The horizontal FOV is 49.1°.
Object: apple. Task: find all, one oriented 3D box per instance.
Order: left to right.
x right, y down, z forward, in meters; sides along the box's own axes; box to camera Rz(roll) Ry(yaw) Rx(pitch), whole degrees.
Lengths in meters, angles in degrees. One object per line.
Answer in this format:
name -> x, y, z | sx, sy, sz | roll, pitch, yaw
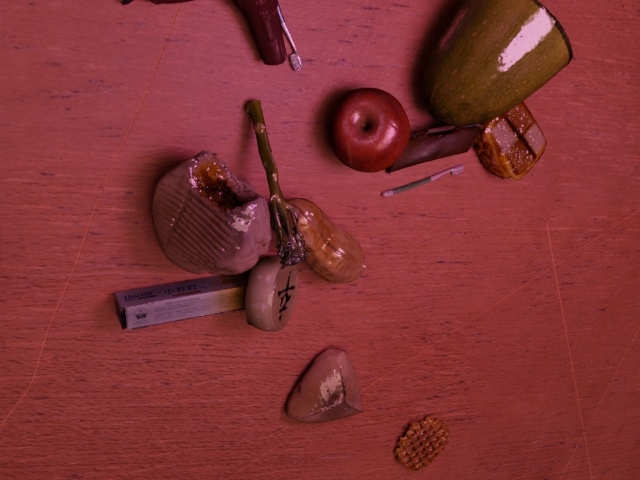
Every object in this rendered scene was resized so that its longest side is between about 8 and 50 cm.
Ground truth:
apple -> 0.117, -0.264, 1.694 | 0.201, 0.162, 0.201 | 0, 89, 13

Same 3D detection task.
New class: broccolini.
broccolini -> -0.111, -0.129, 1.622 | 0.079, 0.074, 0.392 | -1, 74, -53

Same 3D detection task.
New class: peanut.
peanut -> 0.000, 0.000, 1.740 | 0.147, 0.147, 0.305 | -47, 119, -4

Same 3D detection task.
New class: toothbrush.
toothbrush -> -0.096, -0.516, 1.597 | 0.025, 0.019, 0.275 | -25, 116, -7
toothbrush -> 0.278, -0.159, 1.889 | 0.257, 0.018, 0.024 | -19, 120, -19

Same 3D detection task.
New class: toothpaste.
toothpaste -> -0.325, 0.144, 1.672 | 0.313, 0.089, 0.071 | -9, 117, -23

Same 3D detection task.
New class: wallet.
wallet -> 0.296, -0.248, 1.823 | 0.255, 0.031, 0.137 | -15, 151, -19

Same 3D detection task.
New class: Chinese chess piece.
Chinese chess piece -> -0.115, 0.129, 1.715 | 0.083, 0.188, 0.188 | 9, 108, 18

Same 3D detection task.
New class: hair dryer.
hair dryer -> -0.247, -0.502, 1.504 | 0.340, 0.123, 0.312 | -16, 124, -8

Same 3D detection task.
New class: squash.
squash -> 0.389, -0.416, 1.697 | 0.309, 0.310, 0.310 | -49, 120, 0

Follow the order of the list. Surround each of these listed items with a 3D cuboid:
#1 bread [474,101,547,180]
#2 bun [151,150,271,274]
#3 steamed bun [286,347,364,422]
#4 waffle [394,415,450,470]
bread -> 0.509, -0.284, 1.912 | 0.181, 0.096, 0.222 | -46, 119, -8
bun -> -0.232, -0.051, 1.579 | 0.205, 0.281, 0.281 | -22, 123, -62
steamed bun -> 0.028, 0.406, 1.912 | 0.231, 0.110, 0.212 | -5, 109, -26
waffle -> 0.313, 0.623, 2.154 | 0.191, 0.038, 0.191 | -8, 110, -22
